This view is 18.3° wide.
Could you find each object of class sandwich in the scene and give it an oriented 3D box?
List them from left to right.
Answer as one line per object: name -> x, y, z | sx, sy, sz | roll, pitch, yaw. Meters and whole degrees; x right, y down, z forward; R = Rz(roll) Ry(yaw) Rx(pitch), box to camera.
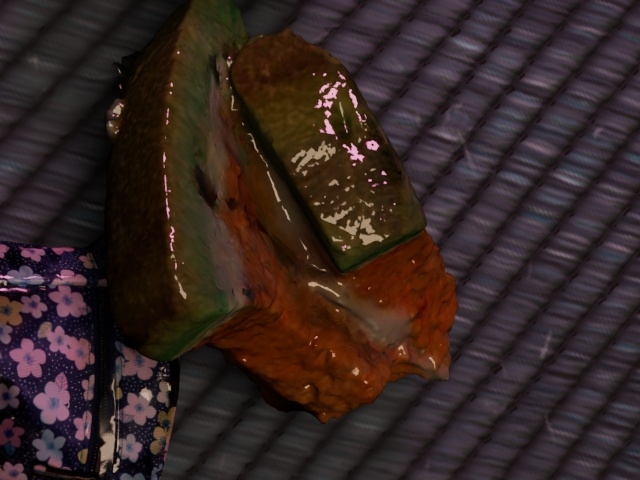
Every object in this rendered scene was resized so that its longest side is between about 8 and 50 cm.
sandwich -> 0.000, 0.000, 1.297 | 0.301, 0.162, 0.250 | 42, 42, -37

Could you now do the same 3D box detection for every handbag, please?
handbag -> -0.193, 0.103, 1.270 | 0.207, 0.127, 0.229 | 5, 88, -27
